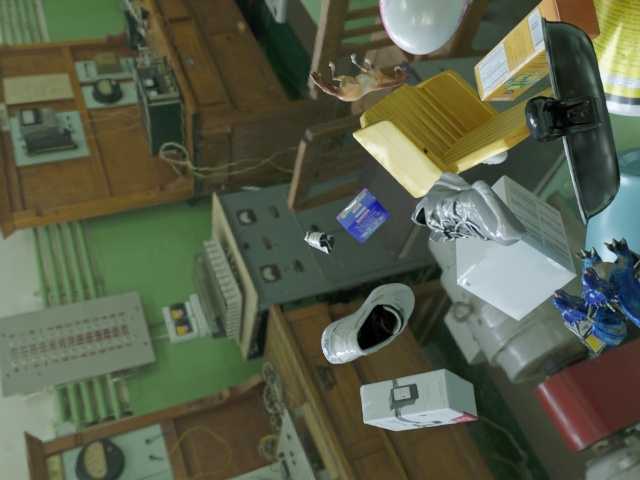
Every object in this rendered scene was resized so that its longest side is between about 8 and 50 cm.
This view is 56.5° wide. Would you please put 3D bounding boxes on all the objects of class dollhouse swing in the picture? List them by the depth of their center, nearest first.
[{"bbox_3d":[0.330,-0.320,1.433,0.315,0.347,0.305,45,142,4],"label":"dollhouse swing"}]

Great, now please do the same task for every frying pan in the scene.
[{"bbox_3d":[0.211,-0.127,0.502,0.326,0.053,0.197,26,-123,-60],"label":"frying pan"}]

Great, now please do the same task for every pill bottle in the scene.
[{"bbox_3d":[0.557,-0.397,1.005,0.334,0.188,0.188,80,162,-45],"label":"pill bottle"}]

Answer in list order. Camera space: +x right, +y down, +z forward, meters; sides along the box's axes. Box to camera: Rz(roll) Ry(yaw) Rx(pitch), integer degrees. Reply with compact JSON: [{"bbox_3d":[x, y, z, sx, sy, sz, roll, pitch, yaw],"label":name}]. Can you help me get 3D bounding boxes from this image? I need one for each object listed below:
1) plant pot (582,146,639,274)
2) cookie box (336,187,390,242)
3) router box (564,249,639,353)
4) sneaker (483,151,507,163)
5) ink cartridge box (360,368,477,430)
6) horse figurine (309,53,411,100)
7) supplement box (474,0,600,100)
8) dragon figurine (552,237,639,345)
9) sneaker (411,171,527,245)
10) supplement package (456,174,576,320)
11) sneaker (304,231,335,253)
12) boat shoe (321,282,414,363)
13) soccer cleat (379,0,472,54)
[{"bbox_3d":[0.689,-0.050,1.231,0.271,0.272,0.255,38,144,58],"label":"plant pot"},{"bbox_3d":[0.094,-0.052,1.289,0.040,0.092,0.107,47,-176,28],"label":"cookie box"},{"bbox_3d":[0.543,0.116,1.110,0.133,0.179,0.046,34,-175,-47],"label":"router box"},{"bbox_3d":[0.551,-0.351,2.081,0.235,0.090,0.095,28,151,4],"label":"sneaker"},{"bbox_3d":[0.155,0.257,0.947,0.150,0.109,0.063,-20,57,30],"label":"ink cartridge box"},{"bbox_3d":[0.102,-0.461,1.702,0.174,0.263,0.066,54,155,30],"label":"horse figurine"},{"bbox_3d":[0.354,-0.317,1.002,0.233,0.078,0.080,145,119,-71],"label":"supplement box"},{"bbox_3d":[0.421,0.095,0.818,0.085,0.289,0.144,-25,40,48],"label":"dragon figurine"},{"bbox_3d":[0.232,-0.029,0.963,0.105,0.115,0.281,45,-177,-14],"label":"sneaker"},{"bbox_3d":[0.483,0.016,1.510,0.199,0.198,0.262,-51,15,36],"label":"supplement package"},{"bbox_3d":[0.000,0.000,1.312,0.109,0.044,0.040,39,-112,-67],"label":"sneaker"},{"bbox_3d":[0.113,0.142,1.086,0.088,0.267,0.096,-16,91,42],"label":"boat shoe"},{"bbox_3d":[0.157,-0.374,0.657,0.143,0.116,0.331,162,129,-78],"label":"soccer cleat"}]
